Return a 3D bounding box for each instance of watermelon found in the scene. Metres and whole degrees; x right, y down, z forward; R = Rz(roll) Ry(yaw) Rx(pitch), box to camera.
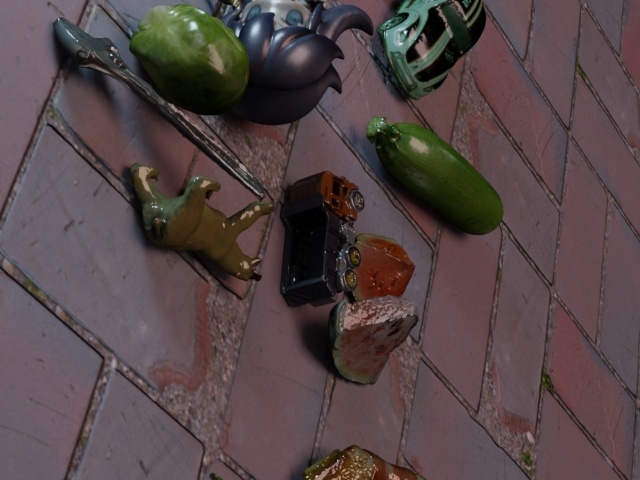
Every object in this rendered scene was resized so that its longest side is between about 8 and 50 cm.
[{"bbox_3d":[0.071,0.122,2.007,0.071,0.139,0.187,61,1,33],"label":"watermelon"},{"bbox_3d":[0.097,0.053,2.103,0.125,0.094,0.135,4,79,-66],"label":"watermelon"}]

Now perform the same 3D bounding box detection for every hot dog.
[{"bbox_3d":[0.067,0.349,1.939,0.261,0.093,0.123,33,59,-29],"label":"hot dog"}]

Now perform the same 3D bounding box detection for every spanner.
[{"bbox_3d":[-0.185,-0.155,1.710,0.325,0.026,0.093,40,18,-18],"label":"spanner"}]

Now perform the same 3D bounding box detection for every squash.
[{"bbox_3d":[0.189,-0.103,2.307,0.378,0.101,0.101,34,50,-46],"label":"squash"}]

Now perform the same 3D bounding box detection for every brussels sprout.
[{"bbox_3d":[-0.153,-0.222,1.767,0.155,0.117,0.155,55,2,-2],"label":"brussels sprout"}]

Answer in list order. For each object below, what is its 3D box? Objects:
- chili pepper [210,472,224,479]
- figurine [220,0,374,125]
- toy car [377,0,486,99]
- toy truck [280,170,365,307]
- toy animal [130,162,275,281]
[{"bbox_3d":[-0.082,0.377,1.708,0.073,0.072,0.204,58,25,-59],"label":"chili pepper"},{"bbox_3d":[-0.049,-0.272,1.931,0.265,0.175,0.197,-50,125,-44],"label":"figurine"},{"bbox_3d":[0.198,-0.356,2.397,0.136,0.125,0.306,61,33,-24],"label":"toy car"},{"bbox_3d":[0.000,0.000,1.977,0.092,0.083,0.192,33,52,-42],"label":"toy truck"},{"bbox_3d":[-0.143,-0.018,1.766,0.218,0.103,0.101,22,79,-55],"label":"toy animal"}]
